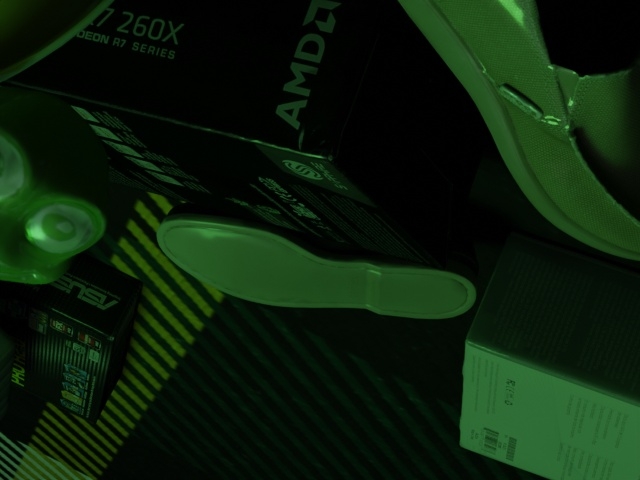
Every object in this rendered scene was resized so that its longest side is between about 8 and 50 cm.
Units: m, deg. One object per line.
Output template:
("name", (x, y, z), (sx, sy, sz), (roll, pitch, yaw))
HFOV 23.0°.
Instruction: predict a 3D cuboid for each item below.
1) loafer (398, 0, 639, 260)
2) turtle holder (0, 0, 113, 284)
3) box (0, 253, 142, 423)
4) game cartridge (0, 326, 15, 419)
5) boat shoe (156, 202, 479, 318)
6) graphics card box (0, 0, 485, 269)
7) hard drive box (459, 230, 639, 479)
("loafer", (0.127, -0.082, 0.738), (0.268, 0.102, 0.092), (42, 156, -31))
("turtle holder", (-0.171, -0.161, 0.619), (0.227, 0.320, 0.243), (-15, 138, 28))
("box", (-0.283, 0.064, 1.450), (0.216, 0.060, 0.270), (26, 155, -1))
("game cartridge", (-0.409, 0.017, 1.359), (0.355, 0.068, 0.230), (42, 160, 5))
("boat shoe", (0.000, 0.000, 1.010), (0.206, 0.065, 0.075), (10, 142, -1))
("graphics card box", (-0.111, -0.091, 0.884), (0.371, 0.094, 0.233), (16, 171, 22))
("hard drive box", (0.215, 0.106, 1.036), (0.232, 0.089, 0.181), (20, 155, 13))
